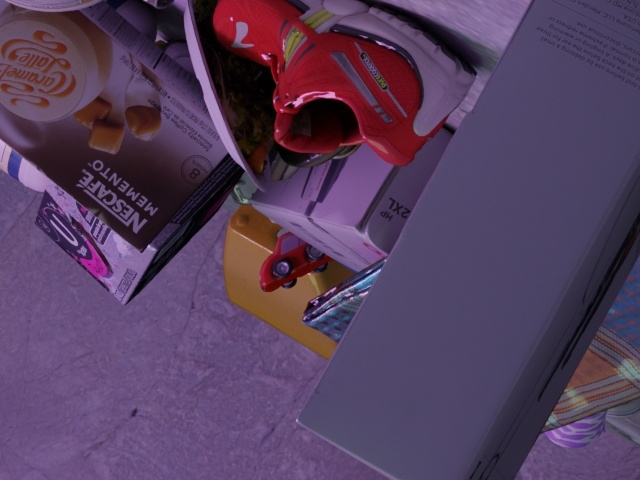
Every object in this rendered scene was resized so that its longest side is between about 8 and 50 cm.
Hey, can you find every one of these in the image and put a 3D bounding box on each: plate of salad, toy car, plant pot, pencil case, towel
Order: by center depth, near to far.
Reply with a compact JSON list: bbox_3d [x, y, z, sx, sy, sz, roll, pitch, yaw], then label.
[{"bbox_3d":[-0.069,-0.139,1.474,0.200,0.048,0.200,-18,-90,-81],"label":"plate of salad"},{"bbox_3d":[0.184,0.070,1.494,0.271,0.040,0.370,33,144,-19],"label":"towel"},{"bbox_3d":[0.058,-0.022,1.985,0.225,0.239,0.053,-4,-117,-55],"label":"toy car"},{"bbox_3d":[0.329,0.176,2.115,0.088,0.086,0.206,-7,148,-12],"label":"pencil case"},{"bbox_3d":[0.000,0.000,2.149,0.212,0.212,0.187,30,164,24],"label":"plant pot"}]

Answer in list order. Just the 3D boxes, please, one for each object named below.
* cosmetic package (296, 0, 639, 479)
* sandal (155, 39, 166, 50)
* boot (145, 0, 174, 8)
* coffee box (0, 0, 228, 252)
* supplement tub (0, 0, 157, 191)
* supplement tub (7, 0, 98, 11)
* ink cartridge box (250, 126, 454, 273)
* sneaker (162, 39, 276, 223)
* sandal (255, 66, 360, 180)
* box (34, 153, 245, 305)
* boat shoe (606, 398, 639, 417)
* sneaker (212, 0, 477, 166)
[{"bbox_3d":[0.119,0.020,1.012,0.097,0.284,0.377,31,176,13],"label":"cosmetic package"},{"bbox_3d":[-0.157,-0.154,2.058,0.138,0.126,0.317,24,-178,2],"label":"sandal"},{"bbox_3d":[-0.210,-0.270,1.480,0.208,0.076,0.189,25,178,-4],"label":"boot"},{"bbox_3d":[-0.208,-0.127,1.548,0.246,0.141,0.098,41,-166,-10],"label":"coffee box"},{"bbox_3d":[-0.364,-0.226,1.838,0.325,0.235,0.235,32,175,0],"label":"supplement tub"},{"bbox_3d":[-0.187,-0.235,1.159,0.144,0.144,0.200,31,176,1],"label":"supplement tub"},{"bbox_3d":[0.095,-0.019,1.684,0.223,0.129,0.307,33,174,-21],"label":"ink cartridge box"},{"bbox_3d":[-0.074,-0.110,1.837,0.111,0.129,0.297,29,174,48],"label":"sneaker"},{"bbox_3d":[-0.003,-0.121,1.535,0.086,0.120,0.303,-5,179,-11],"label":"sandal"},{"bbox_3d":[-0.186,-0.057,1.765,0.142,0.163,0.247,43,160,1],"label":"box"},{"bbox_3d":[0.309,0.138,2.219,0.267,0.096,0.088,39,-179,7],"label":"boat shoe"},{"bbox_3d":[-0.009,-0.127,1.299,0.107,0.118,0.279,36,173,-39],"label":"sneaker"}]
